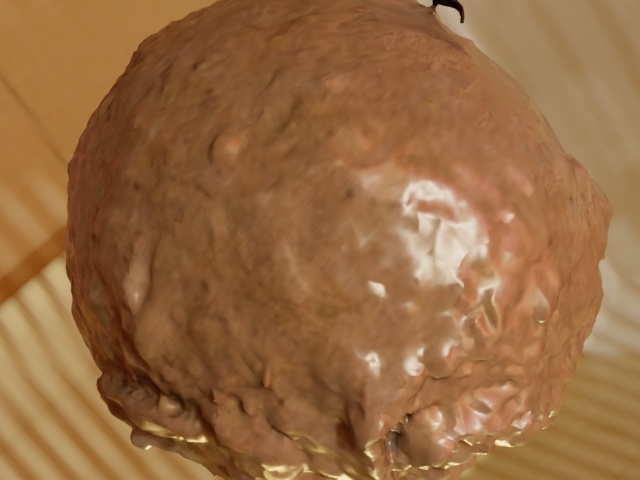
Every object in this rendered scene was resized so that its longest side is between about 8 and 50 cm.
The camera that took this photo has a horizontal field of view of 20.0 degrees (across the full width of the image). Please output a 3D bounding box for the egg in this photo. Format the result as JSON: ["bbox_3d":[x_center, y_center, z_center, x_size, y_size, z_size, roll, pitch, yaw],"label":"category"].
[{"bbox_3d":[0.000,0.000,0.925,0.310,0.279,0.279,31,-27,57],"label":"egg"}]
